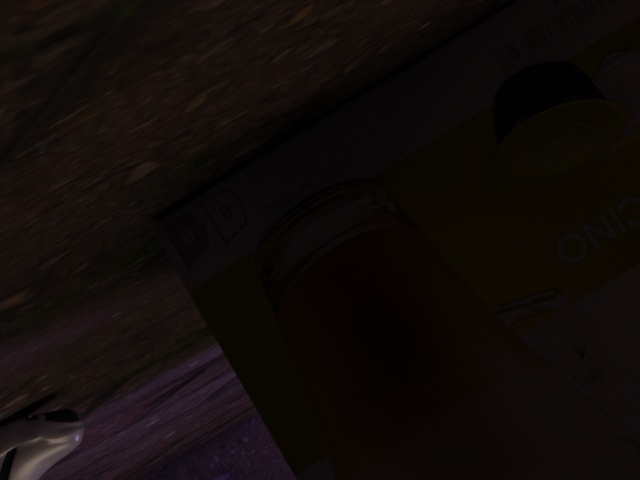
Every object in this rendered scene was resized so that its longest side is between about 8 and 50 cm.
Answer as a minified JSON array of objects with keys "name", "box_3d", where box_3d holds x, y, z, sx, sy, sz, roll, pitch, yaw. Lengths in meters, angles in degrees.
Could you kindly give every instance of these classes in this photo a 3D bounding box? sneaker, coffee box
[{"name":"sneaker","box_3d":[-0.269,0.246,1.490,0.235,0.153,0.094,-29,176,-14]},{"name":"coffee box","box_3d":[0.156,0.076,1.117,0.337,0.334,0.338,-31,165,1]}]
